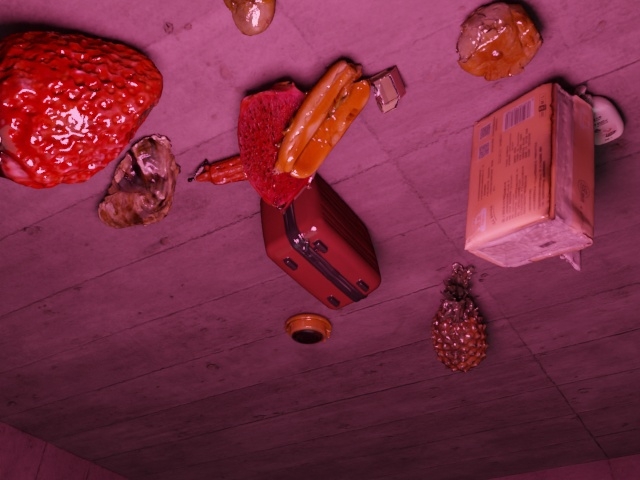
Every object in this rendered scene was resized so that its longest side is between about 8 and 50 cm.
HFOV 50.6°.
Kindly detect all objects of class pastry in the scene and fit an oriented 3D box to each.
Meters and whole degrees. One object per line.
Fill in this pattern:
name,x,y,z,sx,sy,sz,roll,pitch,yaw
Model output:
pastry,0.322,-0.357,1.223,0.153,0.081,0.153,-7,143,-5

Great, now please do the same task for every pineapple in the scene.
pineapple,0.384,0.213,1.886,0.175,0.175,0.361,-5,128,9

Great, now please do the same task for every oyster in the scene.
oyster,-0.418,-0.123,1.546,0.166,0.094,0.294,19,133,-7

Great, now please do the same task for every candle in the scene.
candle,-0.155,-0.162,1.502,0.301,0.059,0.084,-11,123,14

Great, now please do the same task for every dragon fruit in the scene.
dragon fruit,-0.074,-0.206,1.388,0.126,0.161,0.274,28,130,38

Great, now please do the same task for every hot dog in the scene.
hot dog,0.000,-0.229,1.292,0.109,0.072,0.269,39,87,-37

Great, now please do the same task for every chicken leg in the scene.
chicken leg,-0.117,-0.440,1.157,0.093,0.070,0.178,13,133,-4

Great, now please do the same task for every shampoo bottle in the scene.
shampoo bottle,0.553,-0.259,1.362,0.077,0.045,0.152,-22,134,29

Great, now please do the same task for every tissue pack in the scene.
tissue pack,0.432,-0.105,1.321,0.238,0.306,0.238,9,153,4

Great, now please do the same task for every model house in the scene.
model house,0.136,-0.295,1.336,0.058,0.057,0.083,-30,116,-1

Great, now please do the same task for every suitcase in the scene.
suitcase,0.000,0.000,1.563,0.161,0.236,0.297,-31,132,19

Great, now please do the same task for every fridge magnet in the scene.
fridge magnet,-0.037,0.266,2.025,0.143,0.063,0.143,0,144,0

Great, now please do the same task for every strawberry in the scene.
strawberry,-0.476,-0.238,1.264,0.310,0.292,0.292,5,144,-30
